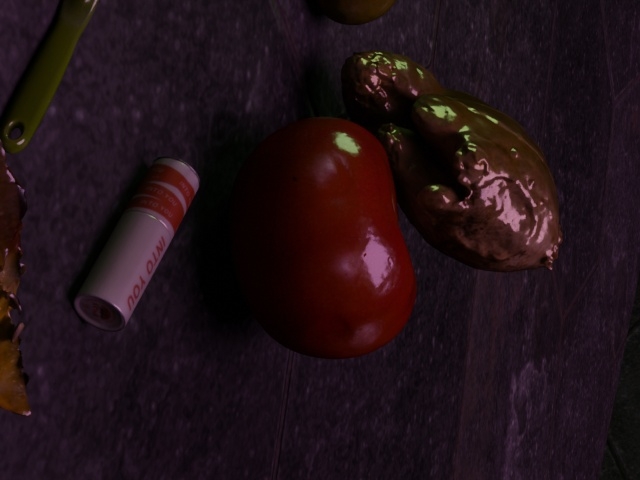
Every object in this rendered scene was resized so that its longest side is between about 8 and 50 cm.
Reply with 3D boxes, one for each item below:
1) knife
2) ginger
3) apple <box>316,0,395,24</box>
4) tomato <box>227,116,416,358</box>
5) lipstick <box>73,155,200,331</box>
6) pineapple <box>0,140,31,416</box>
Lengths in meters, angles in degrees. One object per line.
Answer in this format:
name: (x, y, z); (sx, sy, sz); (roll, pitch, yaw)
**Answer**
knife: (-0.158, -0.127, 0.769); (0.026, 0.022, 0.184); (105, 2, -59)
ginger: (0.093, -0.075, 1.184); (0.236, 0.375, 0.166); (19, 89, -22)
apple: (0.031, -0.241, 1.131); (0.089, 0.074, 0.090); (-6, 90, -86)
tomato: (0.000, 0.000, 0.994); (0.195, 0.136, 0.195); (-13, 90, -85)
lipstick: (-0.123, 0.000, 0.847); (0.038, 0.038, 0.131); (70, 33, -44)
pineapple: (-0.226, -0.032, 0.554); (0.140, 0.164, 0.250); (-134, -154, -59)
